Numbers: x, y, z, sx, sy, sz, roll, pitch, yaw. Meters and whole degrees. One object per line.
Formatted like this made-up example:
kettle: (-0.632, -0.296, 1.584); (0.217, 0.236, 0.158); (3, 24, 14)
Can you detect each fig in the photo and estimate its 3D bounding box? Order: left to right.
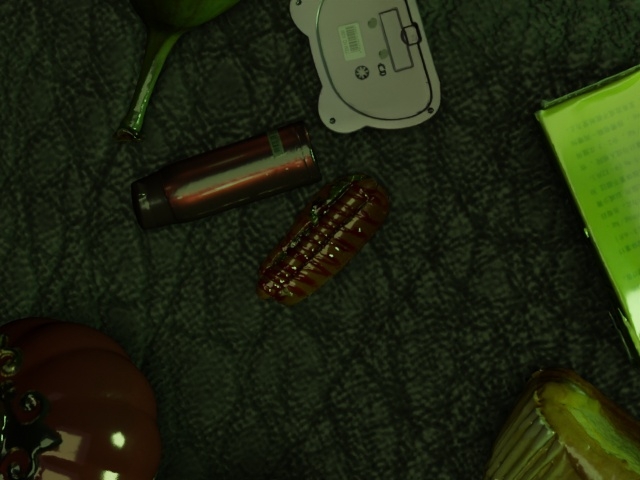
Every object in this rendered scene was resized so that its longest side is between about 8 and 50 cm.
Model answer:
fig: (-0.111, -0.206, 1.631); (0.151, 0.151, 0.259); (10, 116, 1)

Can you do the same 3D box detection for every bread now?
bread: (0.263, 0.236, 1.612); (0.288, 0.152, 0.119); (43, 108, 0)

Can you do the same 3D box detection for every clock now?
clock: (0.038, -0.165, 1.654); (0.110, 0.050, 0.153); (-16, 90, 1)

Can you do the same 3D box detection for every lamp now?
lamp: (-0.239, 0.173, 1.582); (0.227, 0.227, 0.227); (0, 91, 1)

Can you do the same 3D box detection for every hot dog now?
hot dog: (0.000, 0.000, 1.663); (0.144, 0.038, 0.062); (-45, 90, 1)

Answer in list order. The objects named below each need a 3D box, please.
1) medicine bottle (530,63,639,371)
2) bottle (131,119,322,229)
medicine bottle: (0.283, -0.023, 1.610); (0.141, 0.137, 0.250); (-23, 89, 1)
bottle: (-0.084, -0.052, 1.656); (0.164, 0.060, 0.060); (-18, 91, 1)
